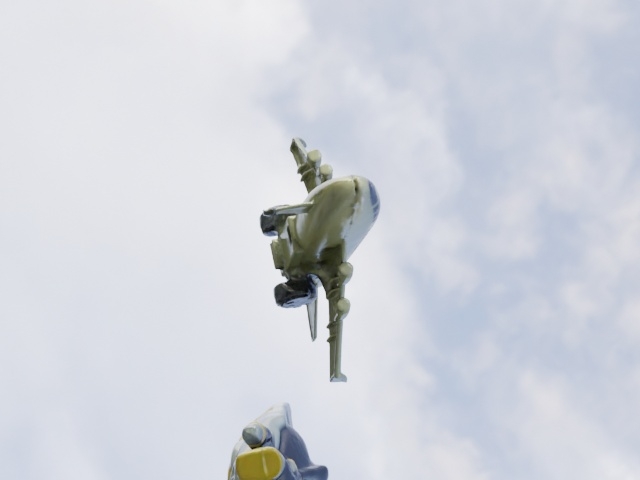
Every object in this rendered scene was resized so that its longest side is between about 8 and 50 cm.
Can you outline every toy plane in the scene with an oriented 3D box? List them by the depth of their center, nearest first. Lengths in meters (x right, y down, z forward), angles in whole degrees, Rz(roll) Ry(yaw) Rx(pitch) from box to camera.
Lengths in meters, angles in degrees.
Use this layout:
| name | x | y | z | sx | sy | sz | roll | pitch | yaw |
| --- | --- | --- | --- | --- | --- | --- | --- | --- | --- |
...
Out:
| name | x | y | z | sx | sy | sz | roll | pitch | yaw |
| --- | --- | --- | --- | --- | --- | --- | --- | --- | --- |
| toy plane | 0.000 | 0.000 | 1.407 | 0.256 | 0.104 | 0.242 | 91 | -10 | -70 |

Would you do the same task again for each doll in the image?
| name | x | y | z | sx | sy | sz | roll | pitch | yaw |
| --- | --- | --- | --- | --- | --- | --- | --- | --- | --- |
| doll | -0.045 | 0.255 | 1.627 | 0.103 | 0.316 | 0.145 | -35 | -95 | -1 |
